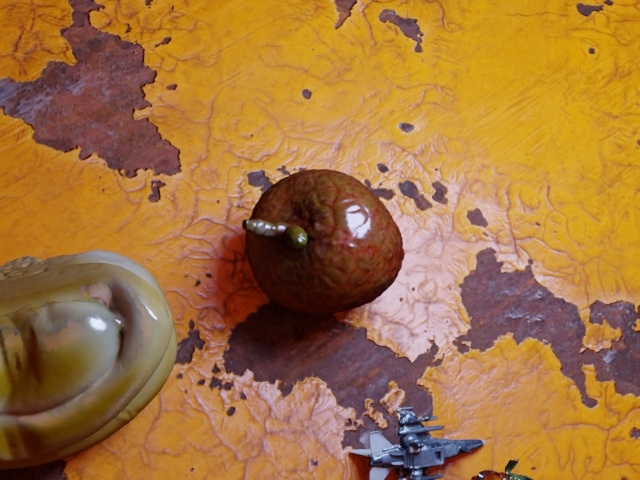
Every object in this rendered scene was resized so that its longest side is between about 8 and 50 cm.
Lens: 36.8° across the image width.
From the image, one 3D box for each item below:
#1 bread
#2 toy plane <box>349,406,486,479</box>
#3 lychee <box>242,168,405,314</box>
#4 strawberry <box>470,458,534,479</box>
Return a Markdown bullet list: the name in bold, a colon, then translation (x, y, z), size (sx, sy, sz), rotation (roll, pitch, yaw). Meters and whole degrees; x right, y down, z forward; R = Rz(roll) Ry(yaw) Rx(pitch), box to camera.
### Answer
- **bread**: translation (-0.422, 0.150, 1.388), size (0.424, 0.245, 0.328), rotation (-13, 72, -13)
- **toy plane**: translation (0.168, 0.341, 1.537), size (0.234, 0.082, 0.159), rotation (-1, 96, -12)
- **lychee**: translation (0.000, 0.000, 1.539), size (0.255, 0.300, 0.255), rotation (-14, 61, 27)
- **strawberry**: translation (0.276, 0.444, 1.517), size (0.140, 0.085, 0.192), rotation (5, 69, -12)
